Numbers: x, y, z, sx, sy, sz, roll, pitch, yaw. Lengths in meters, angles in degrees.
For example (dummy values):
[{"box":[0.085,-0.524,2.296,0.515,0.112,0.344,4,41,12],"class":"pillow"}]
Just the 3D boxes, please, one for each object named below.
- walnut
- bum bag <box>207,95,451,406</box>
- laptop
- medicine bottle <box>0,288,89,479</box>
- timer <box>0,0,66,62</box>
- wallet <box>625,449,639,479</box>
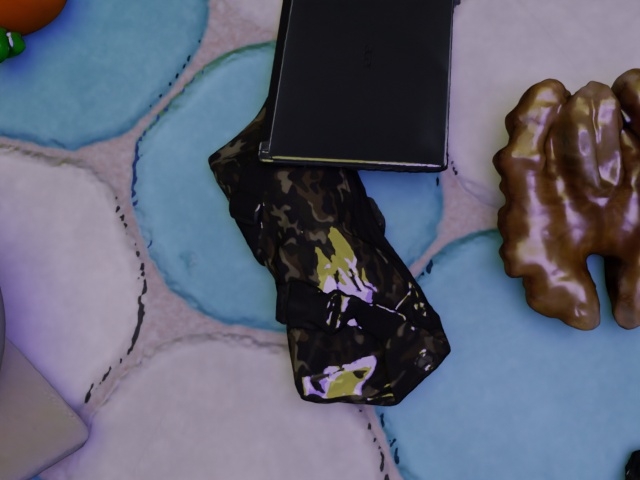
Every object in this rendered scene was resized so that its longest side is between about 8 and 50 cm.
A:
[{"box":[0.188,-0.026,0.612,0.143,0.069,0.170,-3,91,5],"class":"walnut"},{"box":[-0.001,0.001,0.633,0.102,0.069,0.248,-29,64,14],"class":"bum bag"},{"box":[0.029,-0.127,0.652,0.129,0.016,0.180,4,62,5],"class":"laptop"},{"box":[-0.350,0.027,0.575,0.406,0.236,0.236,43,87,11],"class":"medicine bottle"},{"box":[-0.249,-0.189,0.671,0.136,0.099,0.136,-4,77,17],"class":"timer"},{"box":[0.318,0.154,0.543,0.250,0.149,0.044,-9,106,1],"class":"wallet"}]
